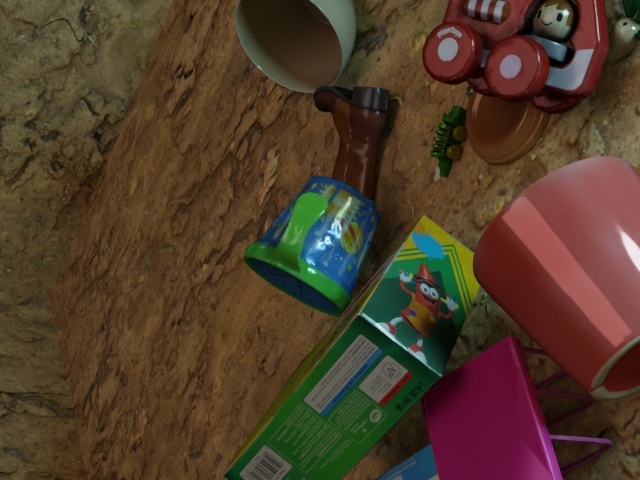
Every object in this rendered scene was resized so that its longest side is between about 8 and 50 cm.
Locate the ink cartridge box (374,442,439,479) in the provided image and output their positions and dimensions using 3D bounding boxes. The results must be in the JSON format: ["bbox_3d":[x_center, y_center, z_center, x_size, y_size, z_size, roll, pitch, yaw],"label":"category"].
[{"bbox_3d":[0.214,0.459,1.394,0.168,0.171,0.232,-45,44,41],"label":"ink cartridge box"}]

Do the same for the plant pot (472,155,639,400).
[{"bbox_3d":[0.383,0.065,1.220,0.275,0.275,0.243,-55,49,31],"label":"plant pot"}]

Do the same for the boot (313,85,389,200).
[{"bbox_3d":[0.053,-0.198,1.993,0.264,0.096,0.280,14,98,51],"label":"boot"}]

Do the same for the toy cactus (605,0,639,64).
[{"bbox_3d":[0.482,-0.340,1.349,0.180,0.112,0.218,-57,45,45],"label":"toy cactus"}]

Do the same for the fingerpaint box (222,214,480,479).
[{"bbox_3d":[0.069,0.221,1.541,0.444,0.163,0.371,-53,-2,32],"label":"fingerpaint box"}]

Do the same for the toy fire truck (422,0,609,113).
[{"bbox_3d":[0.322,-0.352,1.443,0.302,0.169,0.253,25,104,39],"label":"toy fire truck"}]

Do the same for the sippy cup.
[{"bbox_3d":[0.000,0.000,1.795,0.224,0.240,0.305,-60,19,-13],"label":"sippy cup"}]

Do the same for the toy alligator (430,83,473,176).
[{"bbox_3d":[0.245,-0.216,1.701,0.056,0.051,0.189,25,100,57],"label":"toy alligator"}]

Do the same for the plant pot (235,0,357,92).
[{"bbox_3d":[-0.026,-0.511,2.072,0.284,0.284,0.191,-23,24,52],"label":"plant pot"}]

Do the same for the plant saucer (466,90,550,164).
[{"bbox_3d":[0.326,-0.235,1.597,0.200,0.037,0.199,-28,56,51],"label":"plant saucer"}]

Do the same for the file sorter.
[{"bbox_3d":[0.304,0.321,1.295,0.202,0.182,0.290,-42,47,41],"label":"file sorter"}]

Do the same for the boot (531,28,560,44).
[{"bbox_3d":[0.344,-0.366,1.608,0.219,0.082,0.106,53,150,38],"label":"boot"}]
